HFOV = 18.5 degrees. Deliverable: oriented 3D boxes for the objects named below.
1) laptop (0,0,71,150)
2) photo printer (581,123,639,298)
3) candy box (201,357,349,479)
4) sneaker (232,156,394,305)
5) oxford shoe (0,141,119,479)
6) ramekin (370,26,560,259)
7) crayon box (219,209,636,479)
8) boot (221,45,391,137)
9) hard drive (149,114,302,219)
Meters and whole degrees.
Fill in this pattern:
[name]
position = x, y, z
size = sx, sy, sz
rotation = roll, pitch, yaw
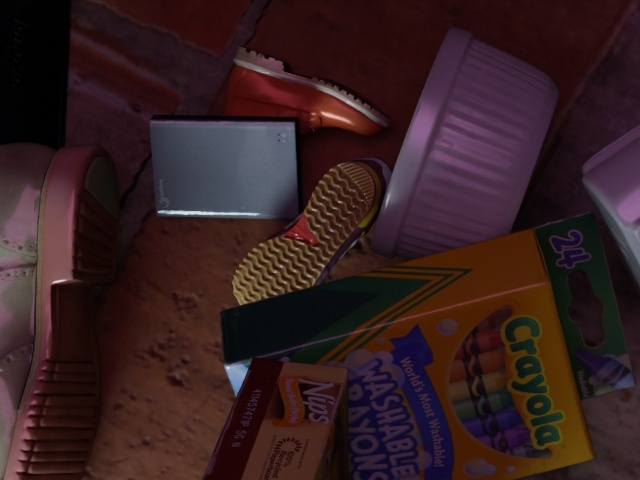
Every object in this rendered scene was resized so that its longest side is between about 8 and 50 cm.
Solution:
[laptop]
position = -0.473, -0.063, 1.869
size = 0.408, 0.236, 0.382
rotation = -9, 74, 36
[photo printer]
position = 0.387, -0.051, 1.611
size = 0.307, 0.256, 0.107
rotation = -34, 48, 0
[candy box]
position = -0.032, 0.276, 1.554
size = 0.087, 0.183, 0.316
rotation = 6, 120, 10
[sneaker]
position = 0.000, 0.000, 1.758
size = 0.185, 0.084, 0.069
rotation = -45, 78, 24
[oxford shoe]
position = -0.278, 0.107, 1.738
size = 0.146, 0.140, 0.397
rotation = 7, 81, 15
[ramekin]
position = 0.127, -0.069, 1.683
size = 0.109, 0.207, 0.207
rotation = 21, 81, 4
[crayon box]
position = 0.099, 0.114, 1.641
size = 0.323, 0.203, 0.083
rotation = -16, 35, 5
[boot]
position = -0.015, -0.113, 1.793
size = 0.158, 0.059, 0.084
rotation = 21, 94, 13
[hard drive]
position = -0.086, -0.067, 1.782
size = 0.135, 0.022, 0.094
rotation = 2, 112, 10
